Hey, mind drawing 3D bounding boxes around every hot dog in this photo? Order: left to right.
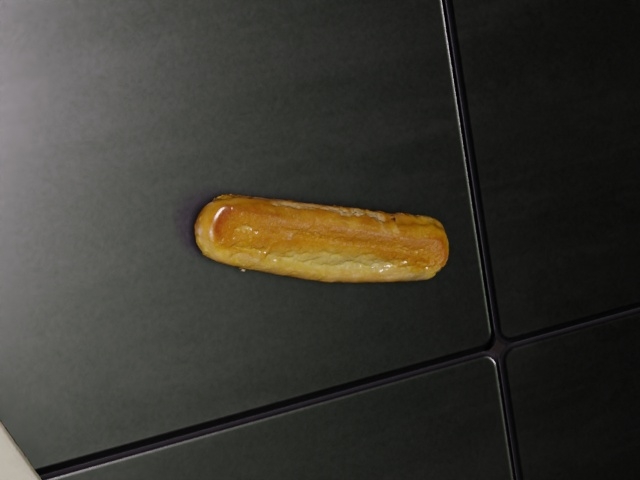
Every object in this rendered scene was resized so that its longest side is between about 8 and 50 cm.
[{"bbox_3d":[0.000,0.000,1.273,0.216,0.047,0.066,4,107,-25],"label":"hot dog"}]

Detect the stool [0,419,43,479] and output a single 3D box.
[{"bbox_3d":[-0.269,0.200,1.061,0.170,0.244,0.269,-36,108,-18],"label":"stool"}]
